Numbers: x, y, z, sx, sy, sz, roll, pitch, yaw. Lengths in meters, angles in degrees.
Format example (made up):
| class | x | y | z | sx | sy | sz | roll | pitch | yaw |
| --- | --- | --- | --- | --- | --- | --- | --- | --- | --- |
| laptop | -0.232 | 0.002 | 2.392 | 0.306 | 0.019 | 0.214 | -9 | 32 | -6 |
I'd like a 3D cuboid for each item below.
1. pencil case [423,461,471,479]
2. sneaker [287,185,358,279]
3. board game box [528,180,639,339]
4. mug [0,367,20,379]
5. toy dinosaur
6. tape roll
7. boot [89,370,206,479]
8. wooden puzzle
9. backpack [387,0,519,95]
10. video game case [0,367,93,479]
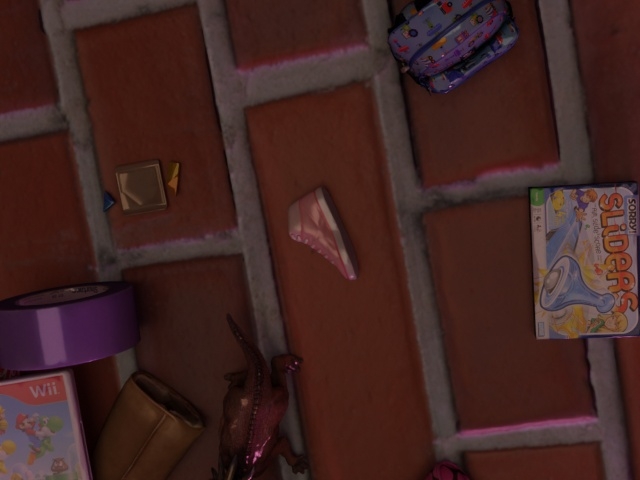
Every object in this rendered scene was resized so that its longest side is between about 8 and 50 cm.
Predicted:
| class | x | y | z | sx | sy | sz | roll | pitch | yaw |
| --- | --- | --- | --- | --- | --- | --- | --- | --- | --- |
| pencil case | 0.142 | 0.411 | 1.198 | 0.098 | 0.095 | 0.209 | 42 | 107 | 37 |
| sneaker | 0.000 | 0.000 | 1.183 | 0.070 | 0.051 | 0.134 | -24 | 90 | 13 |
| board game box | 0.344 | 0.026 | 1.139 | 0.136 | 0.035 | 0.201 | -4 | 97 | 10 |
| mug | -0.507 | 0.200 | 1.263 | 0.150 | 0.113 | 0.169 | 18 | 97 | 4 |
| toy dinosaur | -0.093 | 0.254 | 1.156 | 0.127 | 0.200 | 0.296 | 3 | 98 | 9 |
| tape roll | -0.343 | 0.112 | 1.182 | 0.189 | 0.189 | 0.080 | -5 | 96 | 10 |
| boot | -0.247 | 0.363 | 1.255 | 0.236 | 0.089 | 0.269 | 35 | 100 | 3 |
| wooden puzzle | -0.251 | -0.074 | 1.232 | 0.116 | 0.014 | 0.079 | -2 | 93 | 9 |
| backpack | 0.161 | -0.254 | 1.058 | 0.158 | 0.173 | 0.117 | -34 | 91 | 11 |
| video game case | -0.421 | 0.333 | 1.208 | 0.204 | 0.025 | 0.285 | -9 | 93 | -2 |
